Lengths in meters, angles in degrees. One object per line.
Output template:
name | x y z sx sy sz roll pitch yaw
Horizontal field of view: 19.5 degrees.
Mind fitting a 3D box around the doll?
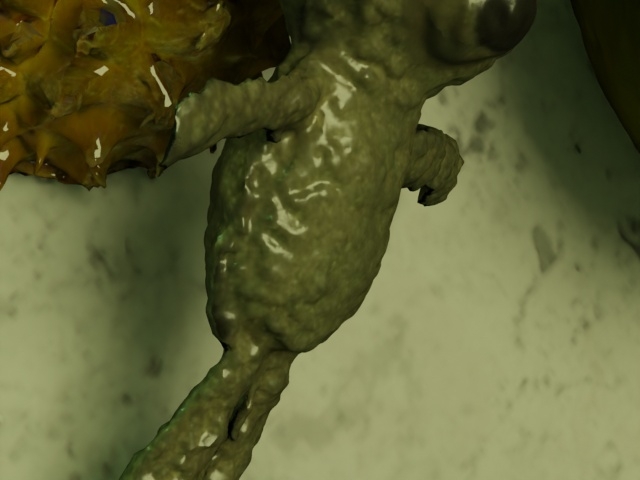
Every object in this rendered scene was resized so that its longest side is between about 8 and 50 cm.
doll | -0.009 -0.006 0.627 0.286 0.091 0.203 -50 140 -14

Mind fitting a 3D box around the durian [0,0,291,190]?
durian | -0.050 -0.164 0.682 0.191 0.112 0.341 30 65 -27

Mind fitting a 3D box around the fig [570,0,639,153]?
fig | 0.232 -0.151 0.788 0.316 0.316 0.316 8 77 -34
